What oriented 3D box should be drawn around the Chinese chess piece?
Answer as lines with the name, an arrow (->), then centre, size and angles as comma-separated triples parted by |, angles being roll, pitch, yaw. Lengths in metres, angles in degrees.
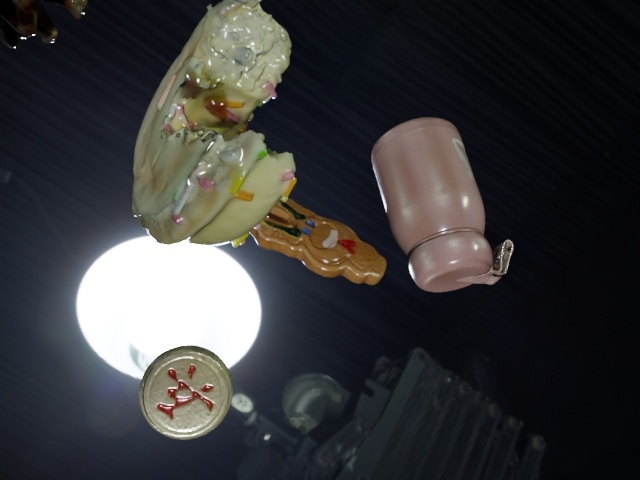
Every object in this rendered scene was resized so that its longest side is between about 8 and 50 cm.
Chinese chess piece -> -0.363, 0.410, 1.521 | 0.250, 0.250, 0.103 | -56, -174, -10

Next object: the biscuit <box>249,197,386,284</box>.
biscuit -> 0.000, 0.000, 1.310 | 0.047, 0.334, 0.202 | -65, 176, 35

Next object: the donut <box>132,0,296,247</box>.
donut -> -0.153, -0.144, 0.802 | 0.307, 0.150, 0.371 | -36, -136, 35

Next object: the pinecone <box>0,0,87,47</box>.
pinecone -> -0.277, -0.227, 0.391 | 0.179, 0.204, 0.184 | 31, -57, 54

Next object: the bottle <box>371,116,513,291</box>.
bottle -> 0.220, -0.059, 1.005 | 0.173, 0.206, 0.297 | 117, -34, -57
